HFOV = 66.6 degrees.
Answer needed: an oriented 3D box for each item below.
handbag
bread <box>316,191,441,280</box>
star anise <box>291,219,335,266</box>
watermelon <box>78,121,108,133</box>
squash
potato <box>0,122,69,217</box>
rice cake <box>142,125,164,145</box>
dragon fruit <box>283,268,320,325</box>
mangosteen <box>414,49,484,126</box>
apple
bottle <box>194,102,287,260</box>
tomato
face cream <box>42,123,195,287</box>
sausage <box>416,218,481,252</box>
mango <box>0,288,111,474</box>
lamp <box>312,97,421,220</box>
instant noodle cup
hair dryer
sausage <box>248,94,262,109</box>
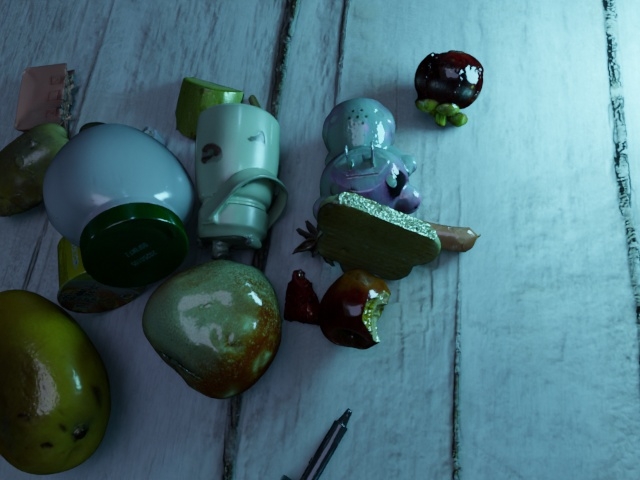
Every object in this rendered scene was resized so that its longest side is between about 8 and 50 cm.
[{"bbox_3d":[-0.806,-0.412,1.436,0.157,0.059,0.213,-5,73,9],"label":"handbag"},{"bbox_3d":[0.107,0.004,1.074,0.286,0.207,0.056,24,43,-13],"label":"bread"},{"bbox_3d":[-0.001,-0.011,1.178,0.124,0.056,0.129,17,70,-12],"label":"star anise"},{"bbox_3d":[-0.623,-0.291,1.358,0.110,0.078,0.078,7,74,13],"label":"watermelon"},{"bbox_3d":[-0.328,-0.373,1.330,0.191,0.085,0.184,18,76,16],"label":"squash"},{"bbox_3d":[-0.793,-0.190,1.322,0.191,0.141,0.296,35,84,19],"label":"potato"},{"bbox_3d":[-0.435,-0.134,1.278,0.056,0.073,0.366,-11,71,3],"label":"rice cake"},{"bbox_3d":[-0.041,0.128,1.134,0.096,0.063,0.132,1,73,10],"label":"dragon fruit"},{"bbox_3d":[0.309,-0.372,1.194,0.165,0.166,0.180,11,99,13],"label":"mangosteen"},{"bbox_3d":[0.073,0.145,1.066,0.146,0.156,0.158,13,54,9],"label":"apple"},{"bbox_3d":[-0.197,-0.129,1.162,0.228,0.229,0.352,-2,73,9],"label":"bottle"},{"bbox_3d":[-0.229,0.188,1.053,0.302,0.239,0.304,-1,74,5],"label":"tomato"},{"bbox_3d":[-0.439,-0.095,1.086,0.312,0.220,0.357,-8,49,-27],"label":"face cream"},{"bbox_3d":[0.282,-0.010,1.126,0.169,0.065,0.065,12,75,13],"label":"sausage"},{"bbox_3d":[-0.636,0.298,1.091,0.445,0.220,0.301,49,114,24],"label":"mango"},{"bbox_3d":[0.098,-0.187,1.122,0.246,0.247,0.302,-5,64,5],"label":"lamp"},{"bbox_3d":[-0.540,0.061,1.175,0.204,0.205,0.153,-29,64,0],"label":"instant noodle cup"},{"bbox_3d":[0.009,0.477,1.020,0.128,0.070,0.256,32,75,17],"label":"hair dryer"},{"bbox_3d":[-0.164,-0.342,1.324,0.024,0.024,0.133,-26,69,0],"label":"sausage"}]
